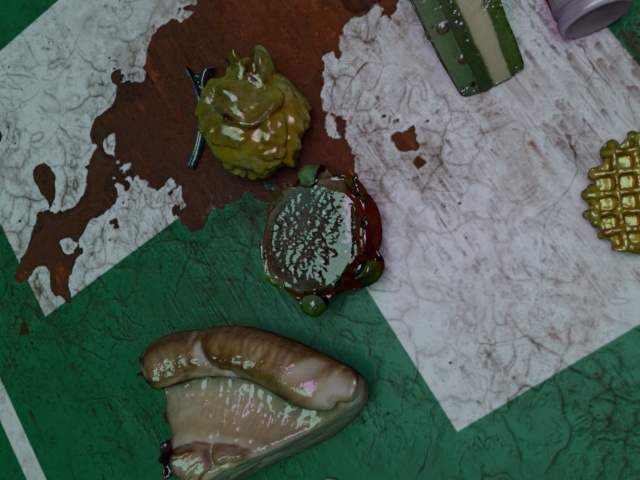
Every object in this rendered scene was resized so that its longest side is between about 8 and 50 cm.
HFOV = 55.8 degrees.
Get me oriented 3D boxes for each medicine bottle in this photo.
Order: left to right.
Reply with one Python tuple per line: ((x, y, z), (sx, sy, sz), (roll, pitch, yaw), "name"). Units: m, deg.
((0.457, -0.510, 1.096), (0.133, 0.133, 0.250), (-19, 82, 14), "medicine bottle")

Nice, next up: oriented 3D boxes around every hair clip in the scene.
((-0.269, -0.272, 1.336), (0.070, 0.039, 0.230), (1, 87, 15), "hair clip")

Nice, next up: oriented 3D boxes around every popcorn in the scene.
((-0.138, -0.255, 1.216), (0.232, 0.192, 0.266), (-3, 101, 10), "popcorn")

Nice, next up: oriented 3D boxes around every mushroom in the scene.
((-0.119, 0.281, 1.177), (0.397, 0.224, 0.314), (-25, 65, 6), "mushroom")

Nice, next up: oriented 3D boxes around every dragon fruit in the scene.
((0.000, 0.000, 1.185), (0.268, 0.130, 0.296), (7, 87, 17), "dragon fruit")

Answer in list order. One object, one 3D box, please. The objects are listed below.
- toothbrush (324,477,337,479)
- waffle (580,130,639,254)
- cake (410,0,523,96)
((0.144, 0.531, 1.154), (0.307, 0.029, 0.025), (22, 80, 19), "toothbrush")
((0.596, -0.081, 1.059), (0.249, 0.056, 0.253), (30, 92, 17), "waffle")
((0.281, -0.445, 1.186), (0.157, 0.172, 0.284), (-24, 112, 20), "cake")
